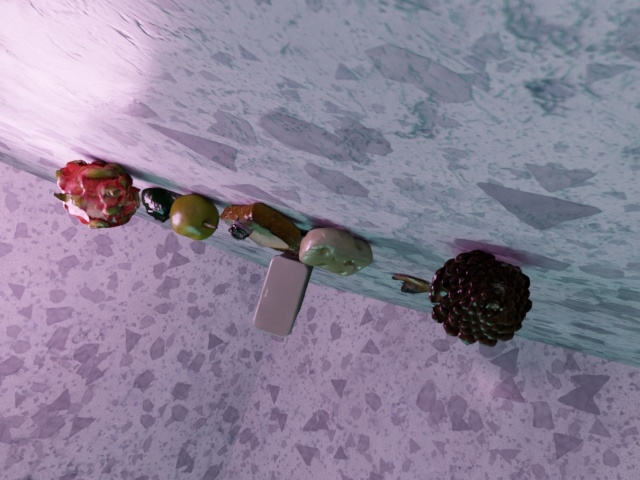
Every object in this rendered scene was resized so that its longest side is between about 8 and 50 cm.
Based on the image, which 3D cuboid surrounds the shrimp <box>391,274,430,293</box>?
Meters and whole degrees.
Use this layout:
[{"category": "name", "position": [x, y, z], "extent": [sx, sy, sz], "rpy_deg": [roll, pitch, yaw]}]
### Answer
[{"category": "shrimp", "position": [0.389, 0.198, 1.983], "extent": [0.169, 0.058, 0.296], "rpy_deg": [26, 166, -8]}]

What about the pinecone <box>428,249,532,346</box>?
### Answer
[{"category": "pinecone", "position": [0.399, 0.147, 1.123], "extent": [0.247, 0.246, 0.292], "rpy_deg": [17, -179, 8]}]

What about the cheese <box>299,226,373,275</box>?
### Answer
[{"category": "cheese", "position": [0.049, 0.040, 1.405], "extent": [0.159, 0.092, 0.263], "rpy_deg": [-31, 142, 32]}]

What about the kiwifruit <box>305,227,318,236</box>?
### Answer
[{"category": "kiwifruit", "position": [0.000, 0.000, 1.488], "extent": [0.075, 0.075, 0.124], "rpy_deg": [8, 162, 45]}]

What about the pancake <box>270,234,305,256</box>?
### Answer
[{"category": "pancake", "position": [-0.053, 0.032, 1.772], "extent": [0.383, 0.071, 0.382], "rpy_deg": [15, 172, 2]}]

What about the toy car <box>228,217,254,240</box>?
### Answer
[{"category": "toy car", "position": [-0.267, -0.029, 1.421], "extent": [0.069, 0.055, 0.142], "rpy_deg": [35, 162, -13]}]

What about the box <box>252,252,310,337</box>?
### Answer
[{"category": "box", "position": [-0.155, 0.229, 2.040], "extent": [0.178, 0.351, 0.344], "rpy_deg": [17, -172, 5]}]

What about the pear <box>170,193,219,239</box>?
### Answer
[{"category": "pear", "position": [-0.446, -0.076, 1.566], "extent": [0.216, 0.166, 0.180], "rpy_deg": [28, 166, 46]}]

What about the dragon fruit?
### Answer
[{"category": "dragon fruit", "position": [-0.783, -0.171, 1.521], "extent": [0.303, 0.237, 0.231], "rpy_deg": [26, 153, 21]}]

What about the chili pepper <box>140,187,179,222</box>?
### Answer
[{"category": "chili pepper", "position": [-0.597, -0.127, 1.726], "extent": [0.265, 0.116, 0.148], "rpy_deg": [19, 168, -8]}]

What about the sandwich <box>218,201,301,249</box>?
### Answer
[{"category": "sandwich", "position": [-0.203, -0.053, 1.499], "extent": [0.226, 0.087, 0.251], "rpy_deg": [38, 161, -30]}]
